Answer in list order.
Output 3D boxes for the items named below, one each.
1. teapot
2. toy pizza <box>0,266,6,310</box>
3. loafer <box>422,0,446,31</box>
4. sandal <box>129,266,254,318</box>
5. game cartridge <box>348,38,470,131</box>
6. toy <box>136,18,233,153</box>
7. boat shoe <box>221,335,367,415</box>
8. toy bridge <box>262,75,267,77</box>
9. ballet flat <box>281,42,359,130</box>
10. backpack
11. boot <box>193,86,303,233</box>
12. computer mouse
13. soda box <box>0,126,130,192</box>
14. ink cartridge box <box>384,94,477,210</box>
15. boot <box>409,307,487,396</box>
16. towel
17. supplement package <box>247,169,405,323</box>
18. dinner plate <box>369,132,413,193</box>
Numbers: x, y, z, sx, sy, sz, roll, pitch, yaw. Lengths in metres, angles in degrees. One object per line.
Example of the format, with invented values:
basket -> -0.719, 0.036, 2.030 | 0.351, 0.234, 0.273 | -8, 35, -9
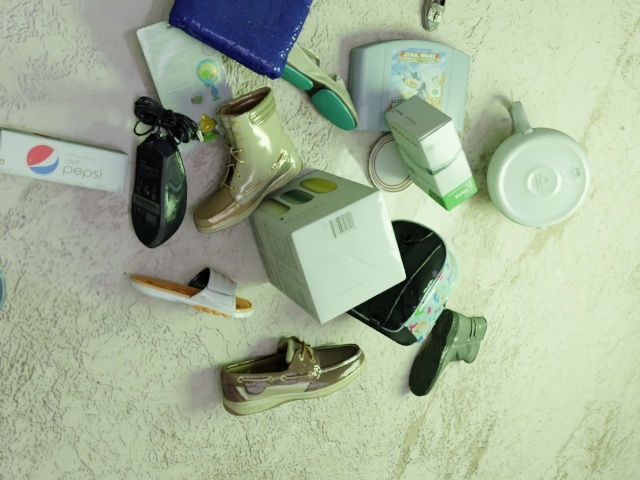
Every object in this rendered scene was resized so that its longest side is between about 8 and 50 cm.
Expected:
teapot -> 0.514, -0.166, 1.604 | 0.252, 0.187, 0.256 | 27, 110, -4
toy pizza -> -0.660, 0.085, 1.160 | 0.201, 0.032, 0.201 | -7, 108, -24
loafer -> 0.254, -0.520, 1.446 | 0.045, 0.039, 0.125 | 4, 102, -28
sandal -> -0.244, 0.091, 1.332 | 0.265, 0.102, 0.076 | 17, 99, -28
game cartridge -> 0.199, -0.340, 1.464 | 0.297, 0.062, 0.198 | -5, 110, -26
toy -> -0.248, -0.299, 1.247 | 0.136, 0.056, 0.237 | -28, 120, -22
boat shoe -> -0.057, 0.276, 1.473 | 0.341, 0.123, 0.123 | -13, 111, -17
toy bridge -> -0.137, -0.402, 1.270 | 0.063, 0.026, 0.188 | -17, 98, 22
ballet flat -> -0.003, -0.326, 1.355 | 0.248, 0.086, 0.086 | 36, 86, -29
backpack -> 0.182, 0.089, 1.482 | 0.254, 0.225, 0.191 | -59, 142, -6
boot -> -0.165, -0.154, 1.277 | 0.262, 0.095, 0.204 | -38, 135, -17
computer mouse -> -0.285, -0.116, 1.234 | 0.072, 0.188, 0.272 | -8, 117, -45
soda box -> -0.457, -0.142, 1.177 | 0.216, 0.069, 0.074 | 9, 100, -29
ink cartridge box -> 0.236, -0.188, 1.419 | 0.086, 0.153, 0.208 | -34, 131, -4
boot -> 0.338, 0.299, 1.703 | 0.161, 0.083, 0.247 | 20, 96, -36
towel -> -0.121, -0.469, 1.210 | 0.227, 0.076, 0.308 | 26, 75, -19
supplement package -> 0.000, 0.000, 1.336 | 0.199, 0.262, 0.198 | -26, 114, -19
dinner plate -> 0.169, -0.177, 1.514 | 0.141, 0.017, 0.141 | -8, 108, -26
